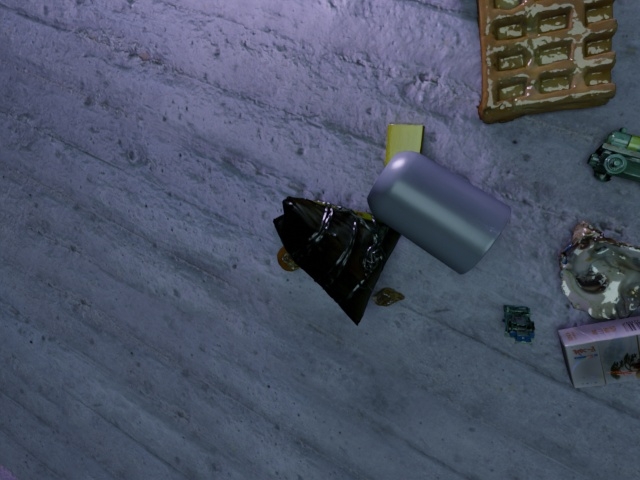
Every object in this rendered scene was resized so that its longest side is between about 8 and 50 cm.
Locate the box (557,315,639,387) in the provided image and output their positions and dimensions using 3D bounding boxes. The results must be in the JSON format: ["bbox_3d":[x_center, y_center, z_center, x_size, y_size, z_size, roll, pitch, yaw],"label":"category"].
[{"bbox_3d":[0.722,0.268,0.989,0.233,0.067,0.149,-18,111,21],"label":"box"}]

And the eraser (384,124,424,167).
[{"bbox_3d":[0.234,-0.259,1.132,0.097,0.045,0.122,6,100,19],"label":"eraser"}]

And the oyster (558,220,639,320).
[{"bbox_3d":[0.689,0.085,0.996,0.214,0.083,0.222,30,123,23],"label":"oyster"}]

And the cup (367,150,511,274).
[{"bbox_3d":[0.288,-0.082,1.035,0.312,0.205,0.205,35,107,7],"label":"cup"}]

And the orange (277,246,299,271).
[{"bbox_3d":[-0.100,0.056,1.281,0.086,0.062,0.086,2,96,22],"label":"orange"}]

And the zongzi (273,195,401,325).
[{"bbox_3d":[0.000,0.000,1.180,0.384,0.362,0.319,32,83,-19],"label":"zongzi"}]

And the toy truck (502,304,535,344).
[{"bbox_3d":[0.502,0.227,1.030,0.067,0.175,0.081,1,103,19],"label":"toy truck"}]

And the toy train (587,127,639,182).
[{"bbox_3d":[0.745,-0.187,0.946,0.200,0.083,0.132,23,93,16],"label":"toy train"}]

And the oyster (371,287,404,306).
[{"bbox_3d":[0.198,0.168,1.206,0.093,0.034,0.051,-26,95,16],"label":"oyster"}]

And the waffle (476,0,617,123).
[{"bbox_3d":[0.533,-0.477,0.983,0.305,0.077,0.347,-2,96,21],"label":"waffle"}]
